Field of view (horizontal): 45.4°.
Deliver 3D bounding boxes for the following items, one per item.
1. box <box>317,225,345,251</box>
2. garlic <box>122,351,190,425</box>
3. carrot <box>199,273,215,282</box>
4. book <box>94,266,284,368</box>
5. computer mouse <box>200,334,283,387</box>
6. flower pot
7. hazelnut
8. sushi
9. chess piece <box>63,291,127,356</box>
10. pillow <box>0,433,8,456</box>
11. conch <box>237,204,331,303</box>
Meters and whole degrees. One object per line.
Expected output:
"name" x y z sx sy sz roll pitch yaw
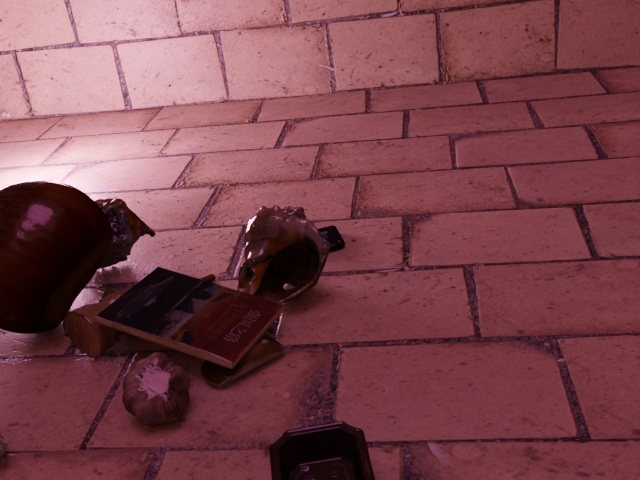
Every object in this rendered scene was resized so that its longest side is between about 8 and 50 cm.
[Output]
"box" 0.000 0.000 2.246 0.126 0.026 0.125 -13 28 -10
"garlic" -0.350 0.324 1.635 0.147 0.102 0.159 -17 57 -23
"carrot" -0.326 0.119 2.101 0.032 0.032 0.093 12 30 32
"book" -0.309 0.175 1.836 0.374 0.028 0.262 15 30 19
"computer mouse" -0.179 0.270 1.759 0.199 0.044 0.102 -25 35 -28
"flower pot" 0.007 0.439 1.349 0.179 0.084 0.250 -9 29 -3
"hazelnut" -0.746 0.037 1.993 0.359 0.359 0.409 19 62 40
"sushi" -0.640 -0.024 2.252 0.274 0.184 0.139 -19 -16 -5
"chess piece" -0.495 0.175 1.954 0.137 0.137 0.301 12 29 33
"pillow" -0.759 0.452 1.527 0.254 0.078 0.144 -26 23 -32
"conch" -0.092 0.056 2.006 0.263 0.323 0.186 10 -13 36
